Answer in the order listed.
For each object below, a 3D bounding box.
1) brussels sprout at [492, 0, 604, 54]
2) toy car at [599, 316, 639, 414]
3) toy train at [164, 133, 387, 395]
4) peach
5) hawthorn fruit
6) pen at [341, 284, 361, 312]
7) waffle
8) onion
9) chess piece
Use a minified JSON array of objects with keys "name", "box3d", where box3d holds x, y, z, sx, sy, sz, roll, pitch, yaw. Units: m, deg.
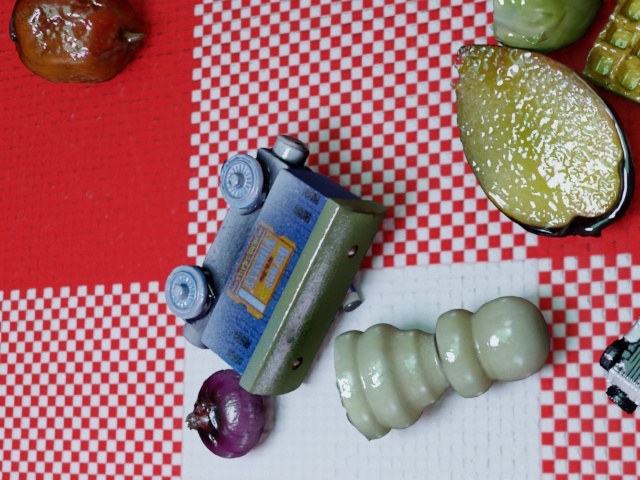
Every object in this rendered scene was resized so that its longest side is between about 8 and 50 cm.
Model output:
[{"name":"brussels sprout","box3d":[0.266,-0.291,1.468,0.122,0.149,0.151,8,126,16]},{"name":"toy car","box3d":[0.373,0.113,1.381,0.080,0.070,0.170,38,99,28]},{"name":"toy train","box3d":[-0.063,0.030,1.579,0.202,0.131,0.299,36,109,32]},{"name":"peach","box3d":[0.258,-0.122,1.481,0.189,0.068,0.279,-43,71,29]},{"name":"hawthorn fruit","box3d":[-0.350,-0.299,1.795,0.173,0.173,0.179,-47,63,14]},{"name":"pen","box3d":[0.000,0.000,1.630,0.025,0.025,0.204,-35,67,20]},{"name":"waffle","box3d":[0.420,-0.211,1.417,0.211,0.055,0.160,29,97,30]},{"name":"onion","box3d":[-0.123,0.220,1.617,0.115,0.105,0.115,17,109,61]},{"name":"chess piece","box3d":[0.148,0.137,1.480,0.243,0.133,0.133,-19,73,18]}]
